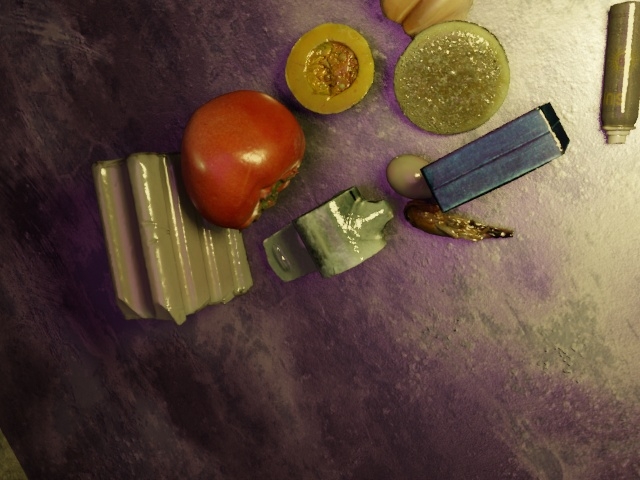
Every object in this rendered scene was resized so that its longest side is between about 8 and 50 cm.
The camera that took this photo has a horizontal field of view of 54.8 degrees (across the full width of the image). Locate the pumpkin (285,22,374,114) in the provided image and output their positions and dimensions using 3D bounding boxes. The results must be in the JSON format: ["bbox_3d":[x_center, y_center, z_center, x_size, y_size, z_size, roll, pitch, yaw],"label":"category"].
[{"bbox_3d":[0.037,-0.409,1.509,0.217,0.110,0.218,0,90,20],"label":"pumpkin"}]

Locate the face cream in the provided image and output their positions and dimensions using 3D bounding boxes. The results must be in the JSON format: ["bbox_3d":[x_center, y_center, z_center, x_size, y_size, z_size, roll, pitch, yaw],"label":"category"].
[{"bbox_3d":[0.625,-0.341,1.274,0.073,0.073,0.284,5,104,23],"label":"face cream"}]

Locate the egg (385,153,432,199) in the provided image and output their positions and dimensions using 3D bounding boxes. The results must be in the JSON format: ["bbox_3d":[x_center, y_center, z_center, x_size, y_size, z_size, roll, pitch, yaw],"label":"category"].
[{"bbox_3d":[0.221,-0.151,1.480,0.135,0.103,0.103,28,112,15],"label":"egg"}]

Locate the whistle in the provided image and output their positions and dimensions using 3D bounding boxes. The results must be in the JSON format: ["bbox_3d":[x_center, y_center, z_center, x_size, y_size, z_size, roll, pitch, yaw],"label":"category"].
[{"bbox_3d":[0.013,-0.010,1.593,0.168,0.188,0.404,61,150,-5],"label":"whistle"}]

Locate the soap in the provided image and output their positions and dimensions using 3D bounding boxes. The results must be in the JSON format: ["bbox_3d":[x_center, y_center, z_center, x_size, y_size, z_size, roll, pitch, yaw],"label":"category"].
[{"bbox_3d":[-0.398,-0.021,1.667,0.212,0.350,0.435,-5,99,33],"label":"soap"}]

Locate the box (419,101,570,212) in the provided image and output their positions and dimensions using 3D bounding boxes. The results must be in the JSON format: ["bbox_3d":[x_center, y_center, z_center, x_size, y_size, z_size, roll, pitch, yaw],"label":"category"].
[{"bbox_3d":[0.377,-0.179,1.307,0.261,0.279,0.116,-29,91,27],"label":"box"}]

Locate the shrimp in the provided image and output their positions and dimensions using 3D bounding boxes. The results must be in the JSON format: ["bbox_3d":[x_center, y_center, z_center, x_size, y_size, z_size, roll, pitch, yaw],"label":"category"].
[{"bbox_3d":[0.319,-0.035,1.460,0.262,0.117,0.066,10,73,22],"label":"shrimp"}]

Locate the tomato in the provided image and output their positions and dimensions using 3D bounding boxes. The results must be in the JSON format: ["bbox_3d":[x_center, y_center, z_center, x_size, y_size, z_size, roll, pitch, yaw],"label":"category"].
[{"bbox_3d":[-0.205,-0.205,1.535,0.273,0.341,0.341,42,115,3],"label":"tomato"}]

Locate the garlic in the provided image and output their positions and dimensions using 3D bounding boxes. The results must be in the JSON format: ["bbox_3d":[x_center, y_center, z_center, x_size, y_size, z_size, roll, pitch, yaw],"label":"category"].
[{"bbox_3d":[0.243,-0.553,1.350,0.217,0.110,0.228,35,106,-15],"label":"garlic"}]

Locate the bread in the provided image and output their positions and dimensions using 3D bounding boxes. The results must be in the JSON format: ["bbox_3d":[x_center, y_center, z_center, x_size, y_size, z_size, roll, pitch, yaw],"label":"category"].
[{"bbox_3d":[0.292,-0.356,1.386,0.266,0.040,0.267,7,125,11],"label":"bread"}]
